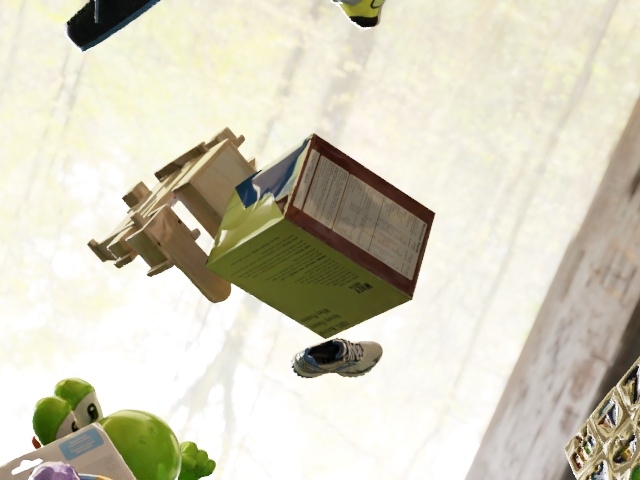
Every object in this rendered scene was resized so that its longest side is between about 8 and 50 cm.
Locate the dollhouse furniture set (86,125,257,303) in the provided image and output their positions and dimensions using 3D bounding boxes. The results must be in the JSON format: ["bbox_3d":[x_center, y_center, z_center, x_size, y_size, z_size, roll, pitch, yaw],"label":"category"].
[{"bbox_3d":[-0.215,0.013,1.913,0.174,0.355,0.303,50,-131,-13],"label":"dollhouse furniture set"}]

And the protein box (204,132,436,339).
[{"bbox_3d":[0.000,0.000,1.663,0.201,0.136,0.200,32,146,-21],"label":"protein box"}]

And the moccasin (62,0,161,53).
[{"bbox_3d":[-0.192,-0.367,1.571,0.117,0.342,0.137,47,-165,-14],"label":"moccasin"}]

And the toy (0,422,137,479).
[{"bbox_3d":[-0.186,0.220,0.971,0.137,0.056,0.237,-23,-137,-21],"label":"toy"}]

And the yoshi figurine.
[{"bbox_3d":[-0.207,0.318,1.473,0.203,0.362,0.203,-17,-150,2],"label":"yoshi figurine"}]

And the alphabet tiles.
[{"bbox_3d":[0.380,0.301,1.497,0.011,0.285,0.342,21,-151,-22],"label":"alphabet tiles"}]

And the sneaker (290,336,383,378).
[{"bbox_3d":[0.029,0.160,1.802,0.135,0.058,0.052,-8,-116,-23],"label":"sneaker"}]

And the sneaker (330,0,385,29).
[{"bbox_3d":[0.167,-0.422,1.789,0.147,0.385,0.145,63,173,-11],"label":"sneaker"}]
